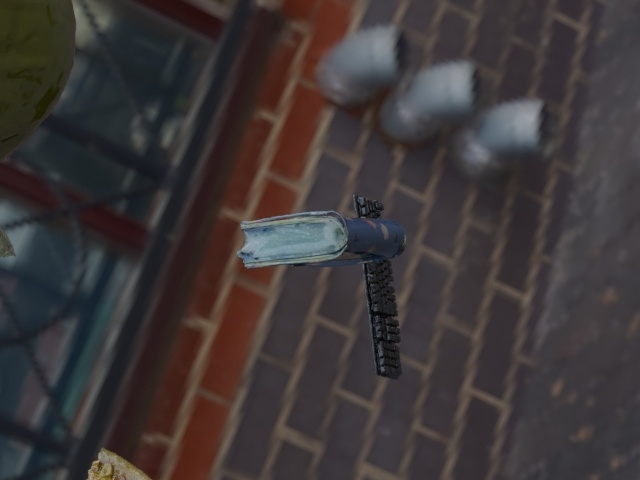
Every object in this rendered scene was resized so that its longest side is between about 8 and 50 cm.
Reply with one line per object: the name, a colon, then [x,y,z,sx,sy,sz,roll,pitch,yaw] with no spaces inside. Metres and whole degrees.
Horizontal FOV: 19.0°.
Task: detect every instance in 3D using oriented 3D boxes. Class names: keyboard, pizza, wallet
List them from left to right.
pizza: [-0.205,0.278,1.891,0.041,0.131,0.178,104,151,-42]
wallet: [0.000,-0.001,2.173,0.202,0.141,0.059,1,-98,-68]
keyboard: [0.073,0.057,2.371,0.072,0.023,0.231,24,-123,-66]

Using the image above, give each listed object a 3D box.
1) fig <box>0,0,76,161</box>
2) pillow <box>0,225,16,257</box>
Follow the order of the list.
fig: [-0.392,-0.203,1.806,0.343,0.343,0.343,-59,13,23]
pillow: [-0.440,-0.004,1.945,0.230,0.148,0.050,-21,-26,-29]
